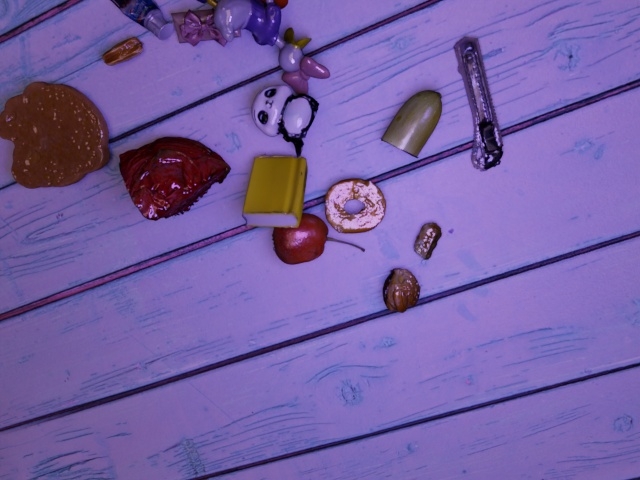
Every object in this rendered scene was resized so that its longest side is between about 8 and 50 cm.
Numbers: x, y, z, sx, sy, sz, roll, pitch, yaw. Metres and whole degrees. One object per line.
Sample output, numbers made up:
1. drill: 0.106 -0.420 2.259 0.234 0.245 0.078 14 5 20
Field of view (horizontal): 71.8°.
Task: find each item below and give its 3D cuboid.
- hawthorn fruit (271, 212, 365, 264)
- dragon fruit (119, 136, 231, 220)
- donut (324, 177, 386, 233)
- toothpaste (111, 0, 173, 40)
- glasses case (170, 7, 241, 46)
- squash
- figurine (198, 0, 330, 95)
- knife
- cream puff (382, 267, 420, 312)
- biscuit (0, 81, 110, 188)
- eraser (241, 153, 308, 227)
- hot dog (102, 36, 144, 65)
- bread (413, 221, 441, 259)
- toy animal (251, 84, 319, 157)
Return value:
1. hawthorn fruit: 0.000 0.000 1.297 0.285 0.165 0.165 6 104 -5
2. dragon fruit: -0.410 -0.146 1.252 0.302 0.330 0.240 -9 123 7
3. donut: 0.101 -0.100 1.293 0.178 0.065 0.162 4 98 3
4. toothpaste: -0.531 -0.678 1.251 0.266 0.061 0.096 43 105 2
5. glasses case: -0.321 -0.591 1.232 0.193 0.070 0.102 -2 103 7
6. squash: 0.261 -0.323 1.201 0.123 0.123 0.186 33 105 -2
7. figurine: -0.157 -0.560 1.150 0.421 0.154 0.193 30 65 -25
8. knife: 0.431 -0.369 1.208 0.089 0.043 0.365 -14 100 9
9. cream puff: 0.243 0.150 1.312 0.104 0.119 0.133 9 72 40
10. biscuit: -0.824 -0.319 1.362 0.351 0.057 0.312 -28 98 11
11. eraser: -0.124 -0.141 1.248 0.158 0.226 0.069 0 146 8
12. hot dog: -0.576 -0.549 1.292 0.133 0.041 0.056 -23 100 4
13. bread: 0.314 -0.002 1.299 0.066 0.060 0.110 19 106 -14
14. toy animal: -0.107 -0.342 1.229 0.179 0.138 0.166 23 88 -4
